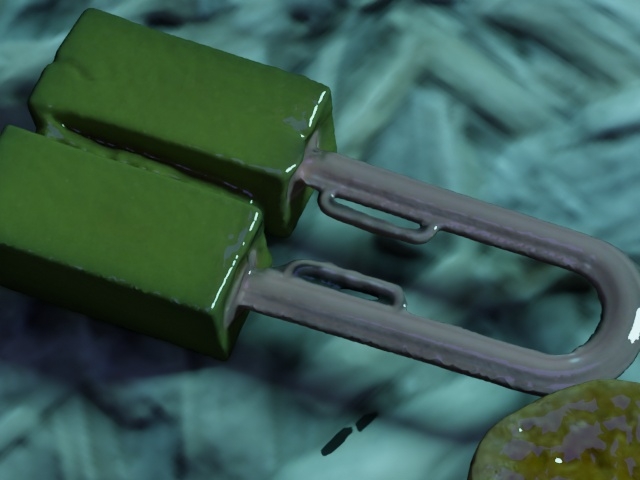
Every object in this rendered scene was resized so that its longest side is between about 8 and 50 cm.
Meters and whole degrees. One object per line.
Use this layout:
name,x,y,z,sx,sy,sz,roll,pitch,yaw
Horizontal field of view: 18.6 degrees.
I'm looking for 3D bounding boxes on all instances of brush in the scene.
brush,0.000,0.000,0.677,0.233,0.047,0.103,18,63,15

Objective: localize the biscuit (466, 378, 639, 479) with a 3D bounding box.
biscuit,0.135,0.182,0.550,0.205,0.049,0.324,-8,58,3
